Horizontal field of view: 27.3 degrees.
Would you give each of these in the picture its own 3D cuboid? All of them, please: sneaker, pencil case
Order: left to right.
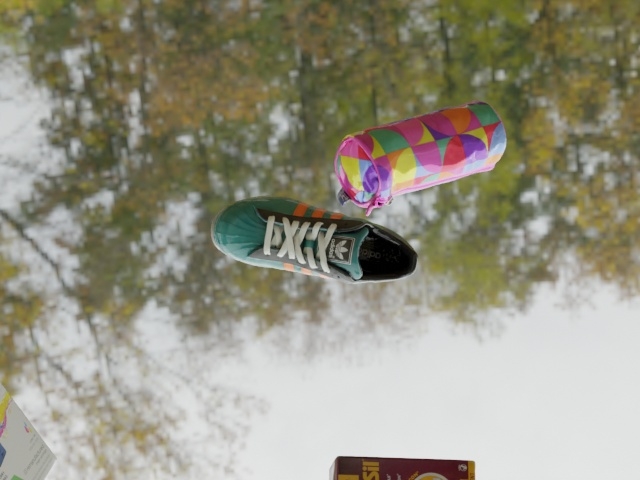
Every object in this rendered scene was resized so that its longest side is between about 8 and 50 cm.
[{"bbox_3d":[0.000,0.000,1.874,0.302,0.108,0.121,8,-177,-21],"label":"sneaker"},{"bbox_3d":[0.127,-0.107,1.672,0.236,0.104,0.104,-21,-156,-33],"label":"pencil case"}]

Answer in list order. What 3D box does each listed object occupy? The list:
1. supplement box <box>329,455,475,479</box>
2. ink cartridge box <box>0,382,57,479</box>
[{"bbox_3d":[0.108,0.346,1.751,0.188,0.104,0.081,3,157,-6],"label":"supplement box"},{"bbox_3d":[-0.482,0.282,1.832,0.093,0.212,0.154,-27,-164,21],"label":"ink cartridge box"}]
